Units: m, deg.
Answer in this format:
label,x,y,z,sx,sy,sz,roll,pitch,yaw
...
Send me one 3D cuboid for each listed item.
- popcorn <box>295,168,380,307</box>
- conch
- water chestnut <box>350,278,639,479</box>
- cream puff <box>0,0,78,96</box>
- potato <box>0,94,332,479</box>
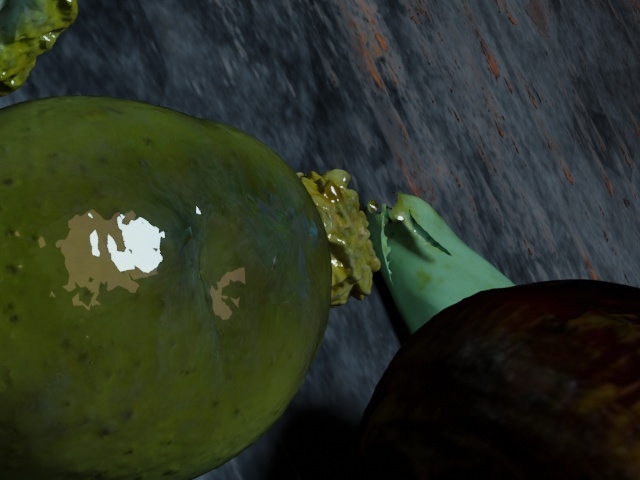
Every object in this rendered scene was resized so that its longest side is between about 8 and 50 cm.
label,x,y,z,sx,sy,sz,roll,pitch,yaw
popcorn,0.000,0.000,1.076,0.082,0.057,0.083,65,21,-5
conch,0.089,0.036,1.214,0.170,0.079,0.106,57,10,-6
water chestnut,0.137,0.190,0.971,0.302,0.350,0.350,-31,100,-24
cream puff,-0.175,-0.098,0.732,0.156,0.121,0.156,-4,96,-49
potato,-0.090,0.022,0.778,0.248,0.143,0.169,-9,82,-56
